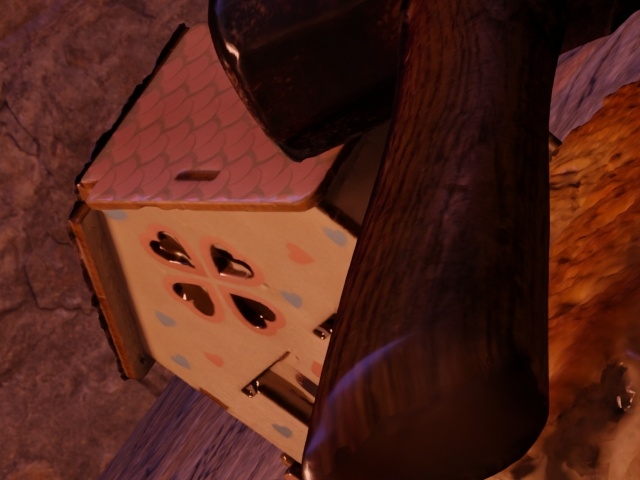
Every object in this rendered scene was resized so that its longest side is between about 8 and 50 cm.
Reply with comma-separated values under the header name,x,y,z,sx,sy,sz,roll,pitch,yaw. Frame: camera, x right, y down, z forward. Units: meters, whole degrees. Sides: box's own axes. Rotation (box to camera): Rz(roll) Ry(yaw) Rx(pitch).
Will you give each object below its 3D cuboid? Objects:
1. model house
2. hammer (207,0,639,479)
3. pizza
name,x,y,z,sx,sy,sz,roll,pitch,yaw
model house,0.000,0.000,1.015,0.169,0.244,0.326,-60,9,-28
hammer,0.052,-0.050,0.672,0.242,0.095,0.409,-23,22,19
pizza,0.107,0.020,0.702,0.226,0.086,0.335,-33,14,33
